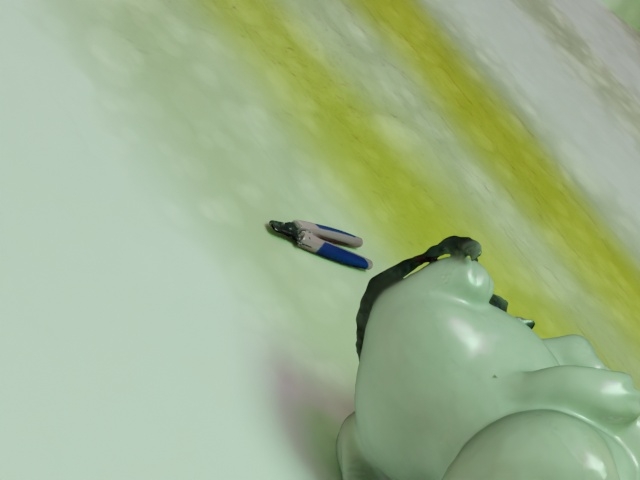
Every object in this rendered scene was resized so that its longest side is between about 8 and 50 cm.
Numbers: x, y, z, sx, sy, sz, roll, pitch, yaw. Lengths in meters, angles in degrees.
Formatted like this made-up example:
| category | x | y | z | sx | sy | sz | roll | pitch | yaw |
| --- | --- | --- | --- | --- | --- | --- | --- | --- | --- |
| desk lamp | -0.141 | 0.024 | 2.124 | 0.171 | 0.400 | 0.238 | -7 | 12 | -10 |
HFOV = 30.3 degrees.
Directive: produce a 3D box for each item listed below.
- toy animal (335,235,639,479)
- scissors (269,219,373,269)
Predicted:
| category | x | y | z | sx | sy | sz | roll | pitch | yaw |
| --- | --- | --- | --- | --- | --- | --- | --- | --- | --- |
| toy animal | 0.112 | 0.159 | 0.750 | 0.310 | 0.247 | 0.183 | -101 | 176 | -48 |
| scissors | 0.000 | 0.000 | 1.045 | 0.113 | 0.012 | 0.039 | 17 | 38 | -39 |
